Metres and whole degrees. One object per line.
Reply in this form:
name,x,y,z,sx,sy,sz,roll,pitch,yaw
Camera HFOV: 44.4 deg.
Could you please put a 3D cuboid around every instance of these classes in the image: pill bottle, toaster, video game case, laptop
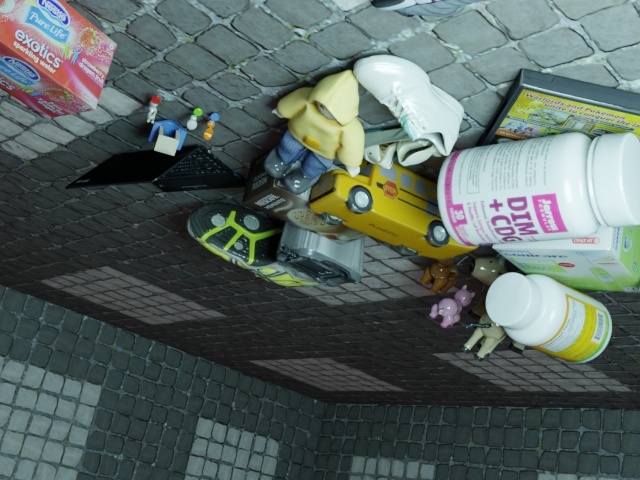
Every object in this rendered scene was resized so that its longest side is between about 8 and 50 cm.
pill bottle,0.337,-0.078,1.198,0.283,0.160,0.160,-6,153,38
toaster,0.000,0.000,1.690,0.227,0.146,0.129,27,153,-37
video game case,0.406,-0.161,1.223,0.275,0.035,0.248,13,159,-1
pill bottle,0.430,0.142,1.491,0.246,0.136,0.136,22,157,-36
laptop,-0.323,-0.112,1.587,0.234,0.136,0.264,-1,156,30

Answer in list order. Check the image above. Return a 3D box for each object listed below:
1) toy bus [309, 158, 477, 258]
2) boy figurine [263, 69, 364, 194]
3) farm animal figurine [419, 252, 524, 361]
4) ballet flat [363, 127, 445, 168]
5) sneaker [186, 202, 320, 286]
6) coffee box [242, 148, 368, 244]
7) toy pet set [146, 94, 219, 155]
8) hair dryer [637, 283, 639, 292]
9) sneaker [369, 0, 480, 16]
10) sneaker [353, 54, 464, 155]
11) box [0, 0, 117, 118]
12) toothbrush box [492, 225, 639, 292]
toy bus,0.148,-0.061,1.479,0.333,0.130,0.108,22,158,-25
boy figurine,0.002,-0.174,1.280,0.177,0.092,0.285,42,153,-2
farm animal figurine,0.387,0.126,1.700,0.327,0.330,0.172,23,111,-28
ballet flat,0.126,-0.156,1.332,0.213,0.068,0.072,-7,153,40
sneaker,-0.142,0.034,1.829,0.385,0.145,0.147,23,142,-24
coffee box,-0.010,-0.087,1.539,0.247,0.098,0.141,22,157,-26
toy pet set,-0.260,-0.215,1.430,0.122,0.065,0.114,16,124,-18
hair dryer,0.720,0.050,1.449,0.223,0.080,0.294,-46,150,21
sneaker,0.171,-0.312,0.931,0.224,0.083,0.098,3,178,33
sneaker,0.135,-0.200,1.181,0.212,0.094,0.080,25,157,-31
box,-0.447,-0.305,1.166,0.123,0.128,0.257,-3,154,33
toothbrush box,0.469,0.002,1.438,0.206,0.122,0.283,1,162,35
